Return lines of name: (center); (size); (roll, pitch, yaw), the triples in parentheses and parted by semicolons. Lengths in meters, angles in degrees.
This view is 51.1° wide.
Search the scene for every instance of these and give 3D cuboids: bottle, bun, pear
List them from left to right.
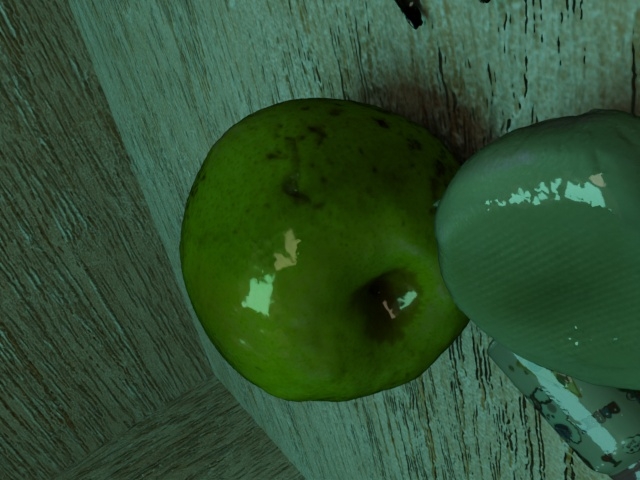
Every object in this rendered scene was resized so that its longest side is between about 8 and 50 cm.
pear: (0.000, 0.000, 0.825); (0.391, 0.391, 0.391); (45, 153, 31)
bun: (0.245, -0.005, 0.579); (0.283, 0.179, 0.283); (27, 150, 17)
bottle: (0.305, 0.178, 0.718); (0.253, 0.120, 0.120); (51, 155, 21)

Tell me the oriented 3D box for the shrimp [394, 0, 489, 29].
shrimp: (0.099, -0.289, 0.680); (0.217, 0.051, 0.150); (57, 161, 25)
